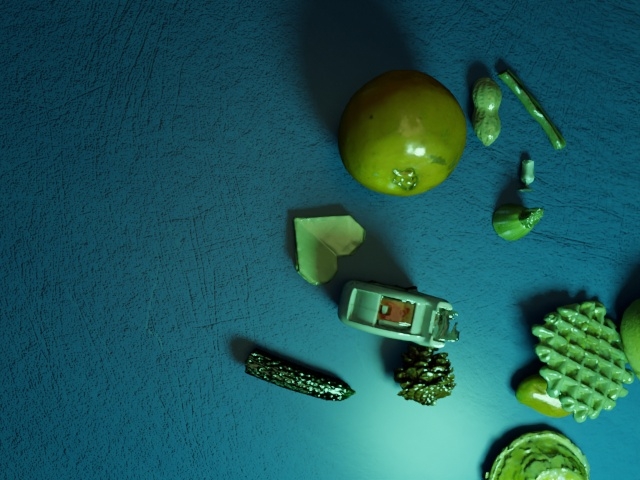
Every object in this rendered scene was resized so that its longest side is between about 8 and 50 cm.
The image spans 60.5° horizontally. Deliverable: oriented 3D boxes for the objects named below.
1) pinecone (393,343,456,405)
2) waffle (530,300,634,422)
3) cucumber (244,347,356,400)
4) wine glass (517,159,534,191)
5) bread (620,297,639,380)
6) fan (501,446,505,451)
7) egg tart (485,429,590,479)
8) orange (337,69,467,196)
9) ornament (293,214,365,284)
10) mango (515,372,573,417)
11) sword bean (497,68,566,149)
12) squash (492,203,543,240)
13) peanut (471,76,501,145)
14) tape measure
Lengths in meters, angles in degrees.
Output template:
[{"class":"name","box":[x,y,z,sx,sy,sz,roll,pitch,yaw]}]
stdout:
[{"class":"pinecone","box":[0.264,0.334,1.394,0.174,0.173,0.173,0,89,-5]},{"class":"waffle","box":[0.691,0.306,1.430,0.309,0.056,0.291,-15,81,-28]},{"class":"cucumber","box":[-0.050,0.352,1.399,0.300,0.072,0.072,21,87,-4]},{"class":"wine glass","box":[0.557,-0.175,1.485,0.039,0.042,0.083,7,84,-43]},{"class":"bread","box":[0.911,0.263,1.429,0.270,0.148,0.269,6,75,-22]},{"class":"fan","box":[0.478,0.651,1.473,0.038,0.016,0.193,13,89,-11]},{"class":"egg tart","box":[0.590,0.658,1.429,0.315,0.120,0.315,0,92,-10]},{"class":"orange","box":[0.193,-0.254,1.318,0.312,0.312,0.312,0,89,-5]},{"class":"ornament","box":[0.000,0.000,1.421,0.180,0.059,0.201,43,83,-2]},{"class":"mango","box":[0.604,0.404,1.456,0.165,0.089,0.115,27,96,-1]},{"class":"sword bean","box":[0.577,-0.357,1.488,0.043,0.038,0.269,-40,94,-10]},{"class":"squash","box":[0.525,-0.052,1.430,0.105,0.132,0.105,0,87,-7]},{"class":"peanut","box":[0.440,-0.343,1.452,0.082,0.082,0.187,3,88,-5]},{"class":"tape measure","box":[0.175,0.165,1.329,0.265,0.258,0.130,13,90,-5]}]
